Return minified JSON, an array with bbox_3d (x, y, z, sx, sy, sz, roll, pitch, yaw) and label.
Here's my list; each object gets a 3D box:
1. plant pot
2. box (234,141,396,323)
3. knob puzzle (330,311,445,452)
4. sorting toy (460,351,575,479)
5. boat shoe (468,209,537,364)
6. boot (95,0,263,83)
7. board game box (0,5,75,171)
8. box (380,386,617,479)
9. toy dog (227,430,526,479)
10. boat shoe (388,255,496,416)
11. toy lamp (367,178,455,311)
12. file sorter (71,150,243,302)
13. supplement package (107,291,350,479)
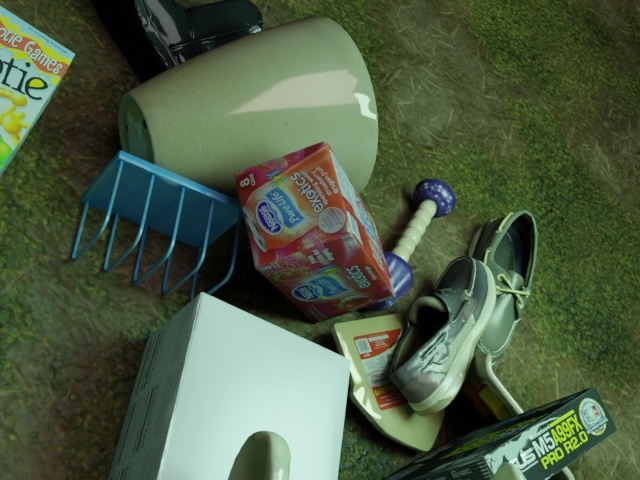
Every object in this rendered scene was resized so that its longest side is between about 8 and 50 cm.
[{"bbox_3d":[-0.110,-0.146,1.141,0.274,0.256,0.256,-15,72,-27],"label":"plant pot"},{"bbox_3d":[0.000,0.000,1.104,0.257,0.123,0.128,51,22,-65],"label":"box"},{"bbox_3d":[0.101,0.199,1.209,0.213,0.030,0.213,25,49,-32],"label":"knob puzzle"},{"bbox_3d":[0.257,0.251,1.220,0.038,0.193,0.208,-33,87,-6],"label":"sorting toy"},{"bbox_3d":[0.282,0.069,1.397,0.109,0.091,0.305,36,46,-15],"label":"boat shoe"},{"bbox_3d":[-0.193,-0.321,1.262,0.207,0.094,0.246,-29,89,-42],"label":"boot"},{"bbox_3d":[-0.398,-0.114,0.930,0.144,0.142,0.275,32,47,-19],"label":"board game box"},{"bbox_3d":[0.185,0.271,1.050,0.216,0.270,0.060,-17,76,-39],"label":"box"},{"bbox_3d":[0.116,0.389,0.752,0.408,0.285,0.395,18,84,-22],"label":"toy dog"},{"bbox_3d":[0.169,0.112,1.234,0.092,0.103,0.285,46,47,-19],"label":"boat shoe"},{"bbox_3d":[0.128,0.006,1.328,0.080,0.080,0.274,44,42,-8],"label":"toy lamp"},{"bbox_3d":[-0.193,-0.007,1.048,0.170,0.118,0.104,23,55,-26],"label":"file sorter"},{"bbox_3d":[-0.099,0.228,0.949,0.204,0.145,0.261,27,49,-23],"label":"supplement package"}]
